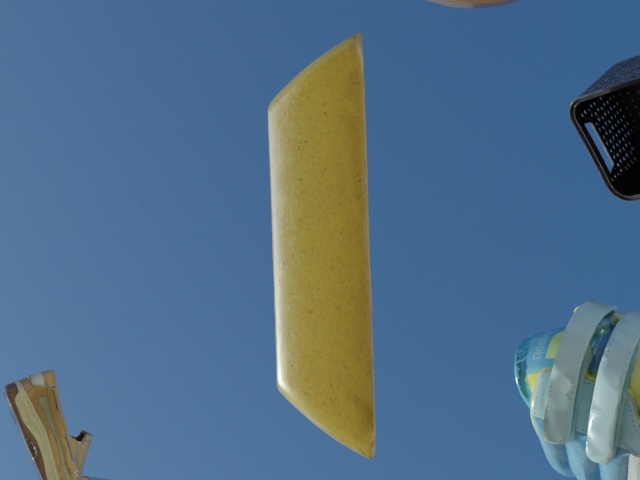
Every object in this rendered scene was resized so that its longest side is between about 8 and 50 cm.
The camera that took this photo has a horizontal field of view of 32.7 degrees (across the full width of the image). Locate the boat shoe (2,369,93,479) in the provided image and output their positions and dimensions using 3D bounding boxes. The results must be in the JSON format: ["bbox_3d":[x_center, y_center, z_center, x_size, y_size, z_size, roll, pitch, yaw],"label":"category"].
[{"bbox_3d":[-0.283,0.234,1.207,0.072,0.068,0.190,-23,-75,-23],"label":"boat shoe"}]

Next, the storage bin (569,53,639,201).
[{"bbox_3d":[0.349,-0.122,1.054,0.084,0.180,0.122,-40,-76,-34],"label":"storage bin"}]

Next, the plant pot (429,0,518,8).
[{"bbox_3d":[0.129,-0.311,0.938,0.237,0.110,0.237,0,-90,1],"label":"plant pot"}]

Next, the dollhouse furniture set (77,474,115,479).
[{"bbox_3d":[0.026,0.250,0.452,0.303,0.355,0.174,28,-100,12],"label":"dollhouse furniture set"}]

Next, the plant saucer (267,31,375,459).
[{"bbox_3d":[0.000,0.000,0.988,0.081,0.333,0.333,-3,-87,0],"label":"plant saucer"}]

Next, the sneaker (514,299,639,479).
[{"bbox_3d":[0.226,0.068,0.636,0.208,0.127,0.319,28,-47,18],"label":"sneaker"}]
